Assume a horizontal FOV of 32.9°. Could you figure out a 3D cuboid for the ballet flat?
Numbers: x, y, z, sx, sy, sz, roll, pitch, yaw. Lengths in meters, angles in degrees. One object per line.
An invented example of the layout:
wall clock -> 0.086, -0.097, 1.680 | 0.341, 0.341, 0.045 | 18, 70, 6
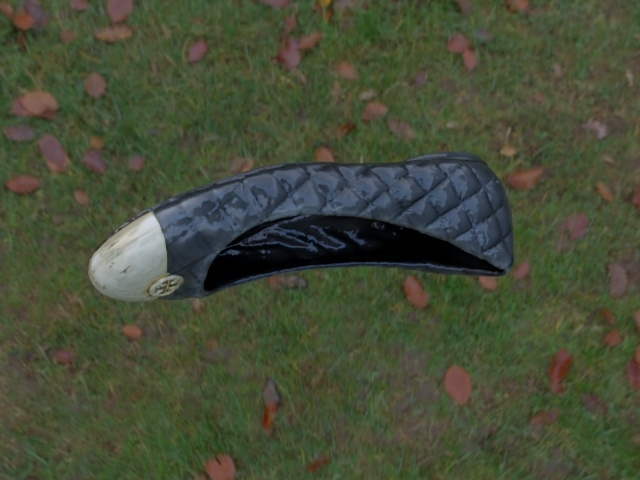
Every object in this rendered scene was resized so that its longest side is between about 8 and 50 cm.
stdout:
ballet flat -> 0.000, 0.000, 0.407 | 0.173, 0.057, 0.049 | -10, 67, -22
